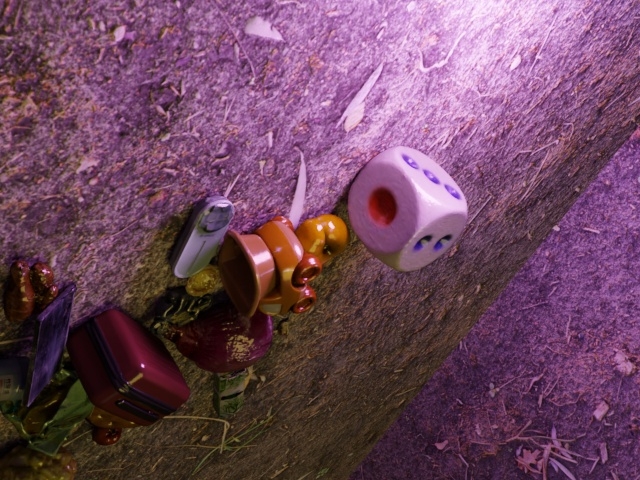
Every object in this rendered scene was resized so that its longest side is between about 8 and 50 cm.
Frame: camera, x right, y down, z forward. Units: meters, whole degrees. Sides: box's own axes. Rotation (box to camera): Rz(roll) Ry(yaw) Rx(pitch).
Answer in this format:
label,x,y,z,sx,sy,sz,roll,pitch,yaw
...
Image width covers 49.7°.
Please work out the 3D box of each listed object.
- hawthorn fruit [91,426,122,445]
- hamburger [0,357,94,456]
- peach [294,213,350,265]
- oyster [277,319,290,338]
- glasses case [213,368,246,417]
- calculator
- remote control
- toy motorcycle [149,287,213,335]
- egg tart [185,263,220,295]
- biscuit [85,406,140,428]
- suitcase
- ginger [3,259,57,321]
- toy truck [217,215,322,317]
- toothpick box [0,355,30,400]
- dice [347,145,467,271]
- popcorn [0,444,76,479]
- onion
label,x,y,z,sx,sy,sz,roll,pitch,yaw
hawthorn fruit,-0.642,0.573,2.056,0.093,0.081,0.081,-22,164,37
hamburger,-0.667,0.425,1.734,0.260,0.150,0.276,-42,150,4
peach,0.000,0.000,1.926,0.179,0.103,0.179,-27,146,-20
oyster,-0.121,0.296,2.283,0.051,0.034,0.093,-33,143,-43
glasses case,-0.308,0.505,2.337,0.095,0.062,0.272,-23,147,-25
calculator,-0.601,0.232,1.534,0.161,0.021,0.261,-68,179,-63
remote control,-0.286,-0.008,1.646,0.104,0.052,0.247,-4,136,-47
toy motorcycle,-0.364,0.168,1.800,0.193,0.061,0.124,-29,141,-28
egg tart,-0.307,0.097,1.773,0.105,0.039,0.105,-31,138,-33
biscuit,-0.557,0.468,1.940,0.221,0.066,0.220,-8,142,-7
suitcase,-0.472,0.322,1.714,0.161,0.236,0.297,-35,150,-4
ginger,-0.597,0.105,1.436,0.103,0.073,0.162,-12,140,-40
toy truck,-0.131,0.073,1.779,0.212,0.204,0.288,-19,146,-25
toothpick box,-0.737,0.316,1.550,0.153,0.101,0.101,3,131,-49
dice,0.240,-0.088,1.917,0.251,0.259,0.243,0,136,-50
popcorn,-0.794,0.663,1.891,0.256,0.195,0.254,-40,163,-38
onion,-0.285,0.292,1.935,0.349,0.159,0.267,-6,147,-37
